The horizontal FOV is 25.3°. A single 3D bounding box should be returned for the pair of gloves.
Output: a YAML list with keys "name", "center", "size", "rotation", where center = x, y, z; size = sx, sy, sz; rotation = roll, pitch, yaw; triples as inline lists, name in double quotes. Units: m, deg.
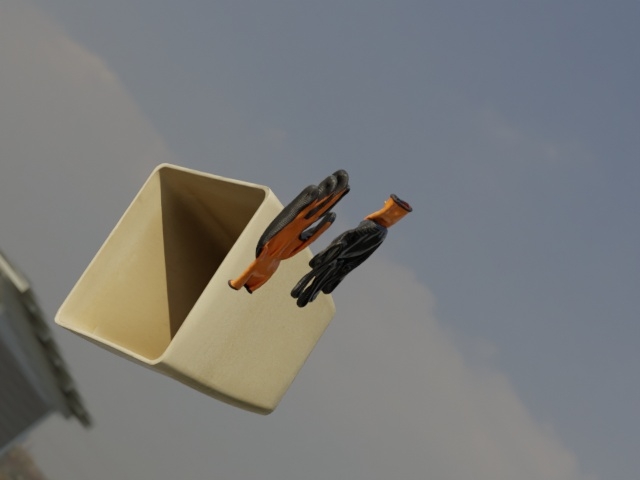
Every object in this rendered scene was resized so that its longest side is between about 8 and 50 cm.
- name: "pair of gloves"
  center: [0.000, 0.000, 0.663]
  size: [0.010, 0.074, 0.083]
  rotation: [53, 18, 28]

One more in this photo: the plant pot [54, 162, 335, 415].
- name: "plant pot"
  center: [-0.057, 0.035, 0.779]
  size: [0.109, 0.109, 0.096]
  rotation: [15, -23, 50]
